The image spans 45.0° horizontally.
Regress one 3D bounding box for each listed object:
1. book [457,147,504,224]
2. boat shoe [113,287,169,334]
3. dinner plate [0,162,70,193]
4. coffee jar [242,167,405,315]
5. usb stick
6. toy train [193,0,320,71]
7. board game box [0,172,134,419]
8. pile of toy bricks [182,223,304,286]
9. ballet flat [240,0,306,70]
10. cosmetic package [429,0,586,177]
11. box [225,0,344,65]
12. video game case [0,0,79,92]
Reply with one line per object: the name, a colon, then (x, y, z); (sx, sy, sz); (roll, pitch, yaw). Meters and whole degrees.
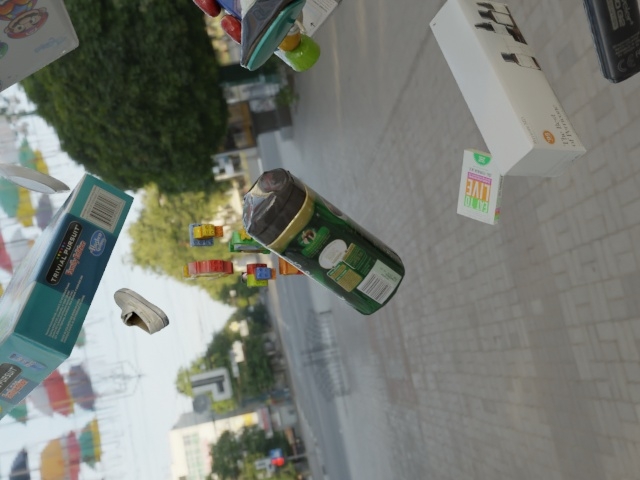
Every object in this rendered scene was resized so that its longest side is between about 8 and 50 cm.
book: (0.344, -0.115, 1.644); (0.096, 0.035, 0.144); (25, 123, 44)
boat shoe: (-0.231, 0.090, 0.958); (0.100, 0.035, 0.035); (25, 137, 34)
dinner plate: (-0.544, -0.111, 1.457); (0.141, 0.141, 0.017); (102, -179, -77)
coffee jar: (0.000, 0.000, 0.845); (0.184, 0.079, 0.096); (36, -170, -21)
usb stick: (0.391, -0.350, 1.059); (0.278, 0.077, 0.045); (62, 175, -29)
toy train: (-0.047, -0.264, 0.975); (0.143, 0.105, 0.248); (39, -172, -49)
board game box: (-0.401, 0.093, 1.094); (0.336, 0.079, 0.254); (-36, 32, 45)
pile of toy bricks: (-0.079, 0.001, 1.064); (0.105, 0.212, 0.118); (157, 111, -63)
ballet flat: (-0.036, -0.265, 0.791); (0.203, 0.074, 0.074); (-43, 48, 38)
cosmetic package: (0.226, -0.191, 0.946); (0.060, 0.098, 0.239); (-50, 52, 48)
box: (-0.048, -0.417, 1.321); (0.145, 0.186, 0.038); (38, 175, 1)
video game case: (-0.222, -0.107, 0.454); (0.019, 0.157, 0.143); (54, 168, 0)
